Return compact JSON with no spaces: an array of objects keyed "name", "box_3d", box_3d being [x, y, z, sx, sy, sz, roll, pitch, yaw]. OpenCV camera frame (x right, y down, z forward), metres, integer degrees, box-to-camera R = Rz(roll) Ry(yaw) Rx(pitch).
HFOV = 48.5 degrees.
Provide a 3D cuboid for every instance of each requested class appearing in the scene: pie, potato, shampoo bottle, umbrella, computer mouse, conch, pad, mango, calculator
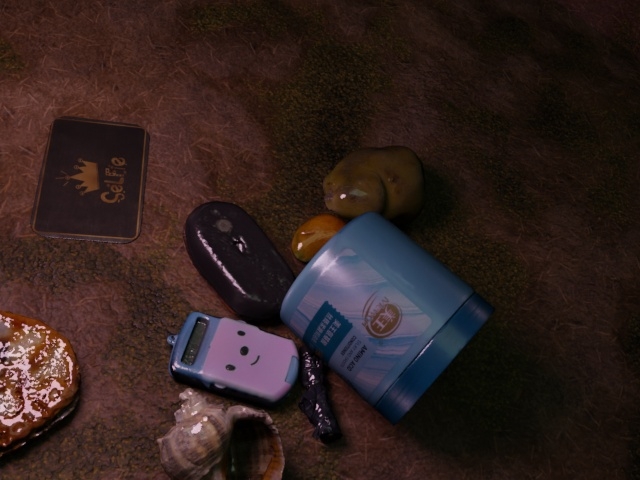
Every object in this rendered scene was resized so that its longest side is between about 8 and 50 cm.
[{"name":"pie","box_3d":[-0.605,0.268,1.367,0.309,0.085,0.308,8,59,-14]},{"name":"potato","box_3d":[0.138,-0.134,1.792,0.351,0.202,0.218,-14,75,-45]},{"name":"shampoo bottle","box_3d":[0.138,0.158,1.531,0.343,0.331,0.331,42,55,13]},{"name":"umbrella","box_3d":[-0.015,0.327,1.535,0.072,0.080,0.224,-22,55,11]},{"name":"computer mouse","box_3d":[-0.188,0.049,1.634,0.183,0.116,0.323,-29,74,-31]},{"name":"conch","box_3d":[-0.199,0.412,1.364,0.210,0.159,0.291,-24,105,-39]},{"name":"pad","box_3d":[-0.512,-0.167,1.712,0.315,0.063,0.375,5,56,-15]},{"name":"mango","box_3d":[-0.001,-0.007,1.755,0.165,0.089,0.115,-11,70,-20]},{"name":"calculator","box_3d":[-0.188,0.251,1.529,0.293,0.051,0.172,17,54,-2]}]
